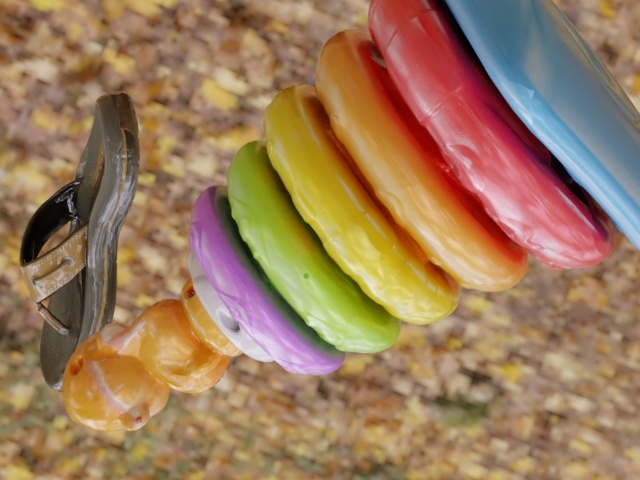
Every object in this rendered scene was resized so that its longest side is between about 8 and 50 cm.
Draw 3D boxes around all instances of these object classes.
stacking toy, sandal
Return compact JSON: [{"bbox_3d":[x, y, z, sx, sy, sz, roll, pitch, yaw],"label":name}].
[{"bbox_3d":[0.000,0.000,0.786,0.166,0.302,0.175,41,-162,-43],"label":"stacking toy"},{"bbox_3d":[-0.166,0.001,1.116,0.060,0.219,0.090,3,-144,-23],"label":"sandal"}]
